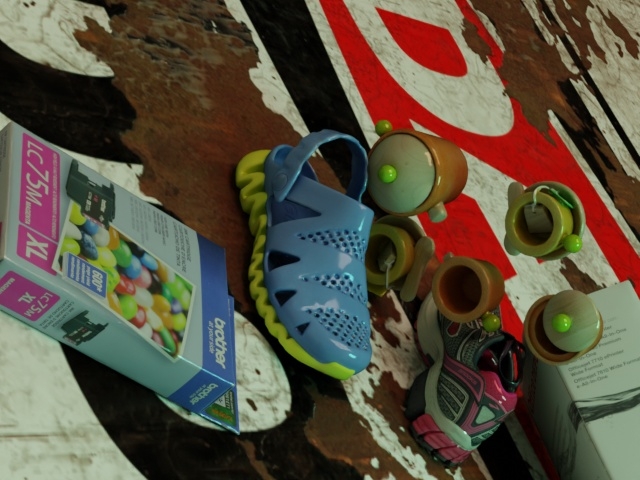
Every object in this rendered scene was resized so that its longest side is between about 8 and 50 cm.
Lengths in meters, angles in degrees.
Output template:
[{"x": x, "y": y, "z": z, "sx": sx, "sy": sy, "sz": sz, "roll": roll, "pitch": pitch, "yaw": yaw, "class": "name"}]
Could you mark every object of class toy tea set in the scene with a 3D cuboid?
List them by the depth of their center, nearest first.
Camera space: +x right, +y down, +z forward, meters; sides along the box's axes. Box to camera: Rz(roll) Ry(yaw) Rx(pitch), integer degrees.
[{"x": 0.159, "y": 0.008, "z": 1.936, "sx": 0.336, "sy": 0.200, "sz": 0.124, "roll": 24, "pitch": 16, "yaw": 31, "class": "toy tea set"}]

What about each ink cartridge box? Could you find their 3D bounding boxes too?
[{"x": -0.177, "y": 0.037, "z": 1.666, "sx": 0.311, "sy": 0.065, "sz": 0.186, "roll": 35, "pitch": 31, "yaw": -32, "class": "ink cartridge box"}, {"x": 0.341, "y": 0.234, "z": 2.017, "sx": 0.223, "sy": 0.129, "sz": 0.307, "roll": 82, "pitch": -13, "yaw": -60, "class": "ink cartridge box"}]

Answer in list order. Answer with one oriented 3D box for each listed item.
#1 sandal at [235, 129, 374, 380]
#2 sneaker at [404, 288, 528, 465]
[{"x": 0.000, "y": 0.000, "z": 1.899, "sx": 0.126, "sy": 0.138, "sz": 0.317, "roll": 26, "pitch": 37, "yaw": -43, "class": "sandal"}, {"x": 0.179, "y": 0.130, "z": 2.036, "sx": 0.121, "sy": 0.112, "sz": 0.299, "roll": 41, "pitch": 28, "yaw": -18, "class": "sneaker"}]
